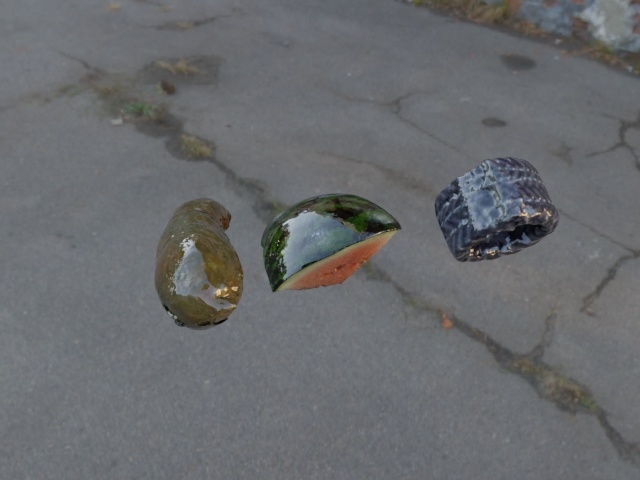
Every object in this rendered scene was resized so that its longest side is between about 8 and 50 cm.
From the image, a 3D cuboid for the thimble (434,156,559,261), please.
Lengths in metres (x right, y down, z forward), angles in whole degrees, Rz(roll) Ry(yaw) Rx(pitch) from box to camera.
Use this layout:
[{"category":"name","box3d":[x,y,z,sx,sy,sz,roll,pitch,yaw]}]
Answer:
[{"category":"thimble","box3d":[0.155,-0.023,0.619,0.104,0.095,0.066,16,50,-55]}]

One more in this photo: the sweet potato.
[{"category":"sweet potato","box3d":[-0.113,0.007,0.640,0.075,0.075,0.273,-3,17,-9]}]

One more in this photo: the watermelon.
[{"category":"watermelon","box3d":[-0.004,-0.016,0.968,0.193,0.137,0.145,-24,65,-10]}]
